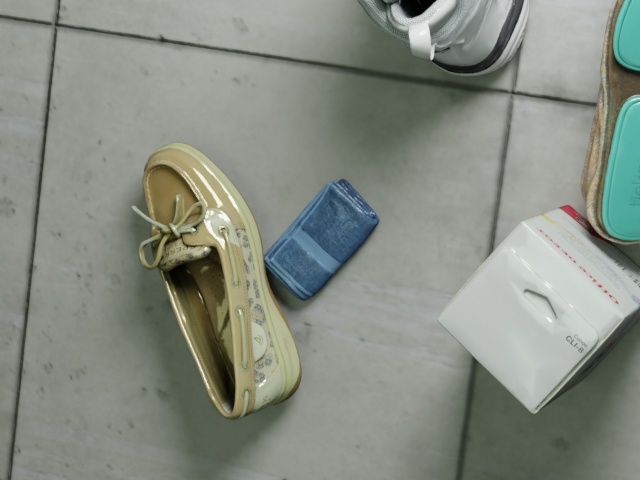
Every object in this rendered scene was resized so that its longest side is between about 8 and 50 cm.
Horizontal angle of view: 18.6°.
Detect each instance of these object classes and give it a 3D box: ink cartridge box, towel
[{"bbox_3d":[0.212,0.060,1.790,0.128,0.176,0.127,44,109,12],"label":"ink cartridge box"},{"bbox_3d":[0.000,0.000,1.946,0.067,0.029,0.119,46,109,10],"label":"towel"}]

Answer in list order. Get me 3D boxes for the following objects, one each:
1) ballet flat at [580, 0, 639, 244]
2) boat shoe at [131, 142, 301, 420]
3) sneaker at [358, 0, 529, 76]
[{"bbox_3d":[0.293,-0.155,1.770,0.107,0.106,0.316,12,108,-7],"label":"ballet flat"},{"bbox_3d":[-0.111,0.038,1.949,0.104,0.089,0.285,-29,85,40],"label":"boat shoe"},{"bbox_3d":[0.104,-0.331,1.774,0.137,0.210,0.366,-4,94,21],"label":"sneaker"}]
